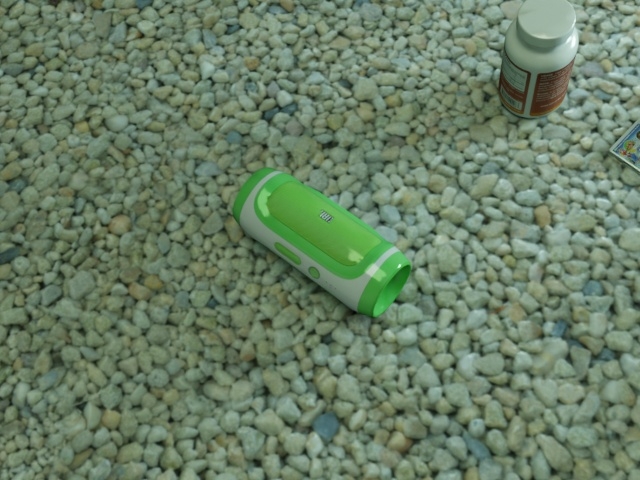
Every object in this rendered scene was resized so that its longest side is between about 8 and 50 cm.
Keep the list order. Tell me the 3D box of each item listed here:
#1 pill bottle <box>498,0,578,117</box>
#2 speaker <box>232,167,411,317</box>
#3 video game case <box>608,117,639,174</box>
[{"bbox_3d":[0.371,-0.313,1.471,0.121,0.216,0.121,-2,65,5],"label":"pill bottle"},{"bbox_3d":[0.000,0.000,1.421,0.296,0.131,0.131,35,74,20],"label":"speaker"},{"bbox_3d":[0.571,-0.147,1.484,0.087,0.011,0.122,-44,68,-13],"label":"video game case"}]
